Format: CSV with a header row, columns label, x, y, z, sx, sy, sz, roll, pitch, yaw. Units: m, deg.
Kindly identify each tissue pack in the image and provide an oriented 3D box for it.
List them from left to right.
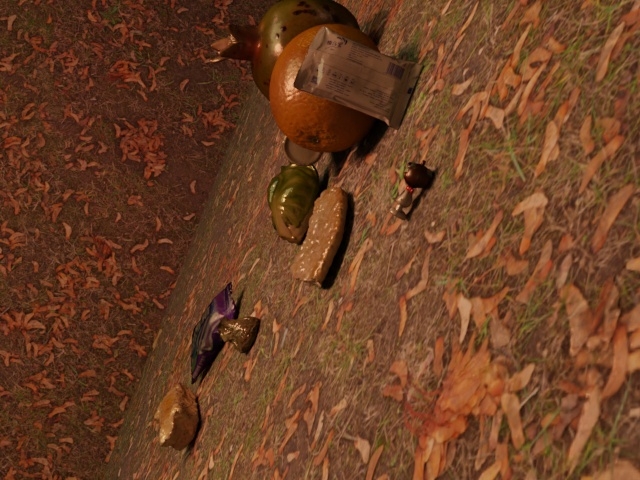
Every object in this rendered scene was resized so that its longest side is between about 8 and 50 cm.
label,x,y,z,sx,sy,sz,roll,pitch,yaw
tissue pack,0.064,-0.278,1.329,0.026,0.193,0.122,112,180,-83

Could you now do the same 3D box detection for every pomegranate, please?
label,x,y,z,sx,sy,sz,roll,pitch,yaw
pomegranate,-0.066,-0.438,1.772,0.290,0.323,0.291,-63,6,13

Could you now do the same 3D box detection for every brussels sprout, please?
label,x,y,z,sx,sy,sz,roll,pitch,yaw
brussels sprout,-0.056,-0.086,1.658,0.139,0.100,0.181,-19,49,58

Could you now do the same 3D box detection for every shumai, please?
label,x,y,z,sx,sy,sz,roll,pitch,yaw
shumai,-0.182,0.193,1.701,0.083,0.080,0.082,-65,16,1

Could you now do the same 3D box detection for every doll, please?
label,x,y,z,sx,sy,sz,roll,pitch,yaw
doll,0.124,-0.072,1.103,0.085,0.040,0.058,-63,2,-2

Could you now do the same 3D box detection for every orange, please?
label,x,y,z,sx,sy,sz,roll,pitch,yaw
orange,0.015,-0.281,1.448,0.236,0.236,0.236,-58,17,29

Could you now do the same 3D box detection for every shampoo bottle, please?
label,x,y,z,sx,sy,sz,roll,pitch,yaw
shampoo bottle,-0.014,-0.227,1.666,0.085,0.085,0.262,-61,1,22

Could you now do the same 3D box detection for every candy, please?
label,x,y,z,sx,sy,sz,roll,pitch,yaw
candy,-0.282,0.241,2.017,0.275,0.070,0.145,-54,28,35

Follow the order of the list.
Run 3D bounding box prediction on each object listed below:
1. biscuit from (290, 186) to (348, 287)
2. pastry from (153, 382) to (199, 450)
label,x,y,z,sx,sy,sz,roll,pitch,yaw
biscuit,0.000,0.000,1.431,0.188,0.040,0.265,-56,17,35
pastry,-0.348,0.427,1.914,0.258,0.089,0.121,-170,98,-74
